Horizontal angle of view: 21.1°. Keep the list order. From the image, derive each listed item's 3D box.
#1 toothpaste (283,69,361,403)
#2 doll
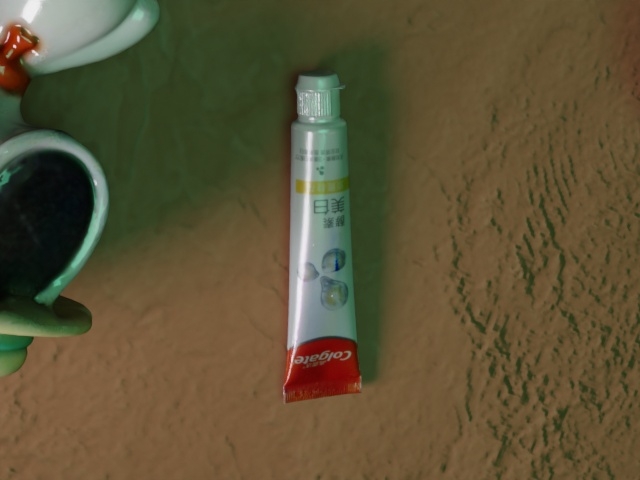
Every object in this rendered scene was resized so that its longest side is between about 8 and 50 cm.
[{"bbox_3d":[0.000,0.000,0.964,0.048,0.031,0.190,-7,106,-20],"label":"toothpaste"},{"bbox_3d":[-0.137,-0.065,0.845,0.271,0.144,0.208,-36,106,-6],"label":"doll"}]
